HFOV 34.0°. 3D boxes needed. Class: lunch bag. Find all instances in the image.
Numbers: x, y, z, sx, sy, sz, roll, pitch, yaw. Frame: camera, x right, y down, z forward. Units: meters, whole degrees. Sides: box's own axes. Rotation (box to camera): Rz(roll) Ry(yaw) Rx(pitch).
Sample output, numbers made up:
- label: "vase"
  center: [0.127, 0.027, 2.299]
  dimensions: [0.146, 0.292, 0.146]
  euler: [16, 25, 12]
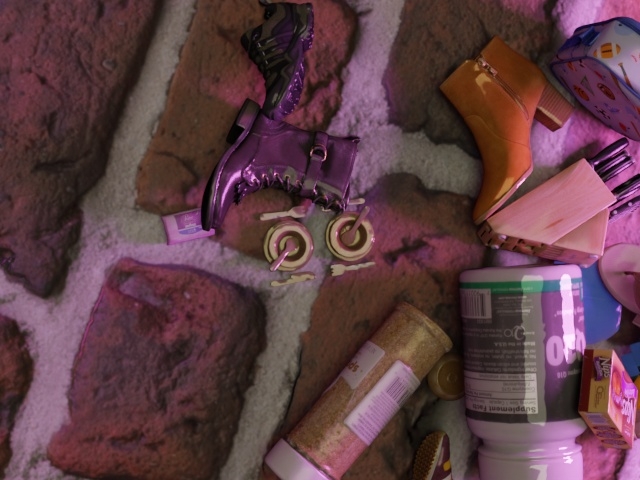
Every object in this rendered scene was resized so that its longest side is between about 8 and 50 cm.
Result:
- label: "lunch bag"
  center: [0.511, -0.268, 1.738]
  dimensions: [0.243, 0.303, 0.115]
  euler: [42, 91, -7]

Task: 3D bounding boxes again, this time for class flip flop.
- label: "flip flop"
  center: [0.585, 0.108, 1.779]
  dimensions: [0.112, 0.080, 0.277]
  euler: [-32, 64, -3]

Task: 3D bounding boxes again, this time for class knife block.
- label: "knife block"
  center: [0.431, -0.086, 1.822]
  dimensions: [0.276, 0.088, 0.242]
  euler: [12, 73, 0]

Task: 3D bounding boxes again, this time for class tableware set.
- label: "tableware set"
  center: [0.000, 0.000, 1.773]
  dimensions: [0.194, 0.039, 0.128]
  euler: [-10, 90, -10]

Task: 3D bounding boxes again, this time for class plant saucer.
- label: "plant saucer"
  center: [0.228, 0.238, 1.819]
  dimensions: [0.083, 0.015, 0.083]
  euler: [0, 89, -10]

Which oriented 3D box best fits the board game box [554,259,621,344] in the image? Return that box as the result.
- label: "board game box"
  center: [0.466, 0.100, 1.855]
  dimensions: [0.133, 0.033, 0.168]
  euler: [7, 87, -8]

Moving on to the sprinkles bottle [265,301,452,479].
- label: "sprinkles bottle"
  center: [0.065, 0.269, 1.736]
  dimensions: [0.121, 0.121, 0.355]
  euler: [42, 82, -6]

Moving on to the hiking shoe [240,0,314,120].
- label: "hiking shoe"
  center: [-0.081, -0.300, 1.742]
  dimensions: [0.114, 0.086, 0.227]
  euler: [10, 65, 7]

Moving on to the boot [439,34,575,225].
- label: "boot"
  center: [0.283, -0.193, 1.807]
  dimensions: [0.211, 0.104, 0.295]
  euler: [38, 77, -2]

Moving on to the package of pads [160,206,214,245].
- label: "package of pads"
  center: [-0.221, -0.025, 1.738]
  dimensions: [0.083, 0.032, 0.050]
  euler: [-14, 92, -10]

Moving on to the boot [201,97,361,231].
- label: "boot"
  center: [-0.060, -0.098, 1.729]
  dimensions: [0.229, 0.091, 0.263]
  euler: [24, 72, -9]

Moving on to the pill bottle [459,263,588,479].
- label: "pill bottle"
  center: [0.341, 0.222, 1.743]
  dimensions: [0.204, 0.204, 0.361]
  euler: [-3, 90, -10]

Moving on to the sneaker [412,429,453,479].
- label: "sneaker"
  center: [0.205, 0.417, 1.789]
  dimensions: [0.084, 0.069, 0.185]
  euler: [13, 92, -18]

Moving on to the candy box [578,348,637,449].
- label: "candy box"
  center: [0.471, 0.262, 1.710]
  dimensions: [0.053, 0.186, 0.109]
  euler: [-3, 61, 30]

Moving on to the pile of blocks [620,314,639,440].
- label: "pile of blocks"
  center: [0.613, 0.206, 1.854]
  dimensions: [0.149, 0.112, 0.362]
  euler: [37, 86, 29]
